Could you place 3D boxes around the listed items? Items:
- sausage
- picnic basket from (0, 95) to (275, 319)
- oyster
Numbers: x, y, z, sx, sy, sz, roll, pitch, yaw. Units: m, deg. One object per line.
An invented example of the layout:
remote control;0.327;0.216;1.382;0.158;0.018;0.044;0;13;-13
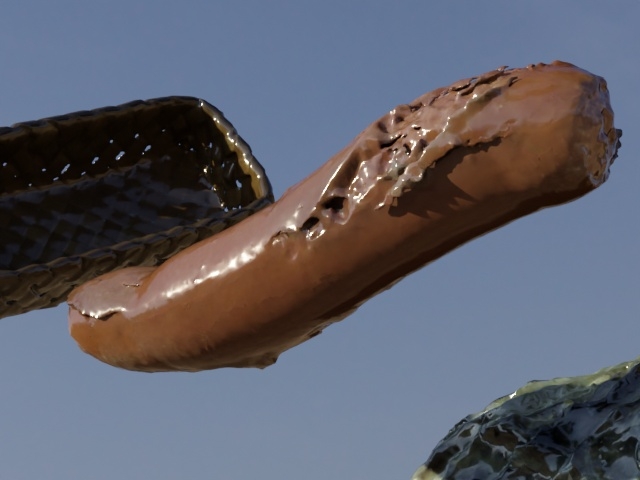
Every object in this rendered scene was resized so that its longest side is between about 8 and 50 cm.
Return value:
sausage;0.000;0.000;0.791;0.304;0.078;0.078;-28;-30;31
picnic basket;-0.125;-0.017;0.958;0.193;0.110;0.055;-14;-37;-32
oyster;0.165;0.136;0.865;0.351;0.158;0.162;-35;-66;25
